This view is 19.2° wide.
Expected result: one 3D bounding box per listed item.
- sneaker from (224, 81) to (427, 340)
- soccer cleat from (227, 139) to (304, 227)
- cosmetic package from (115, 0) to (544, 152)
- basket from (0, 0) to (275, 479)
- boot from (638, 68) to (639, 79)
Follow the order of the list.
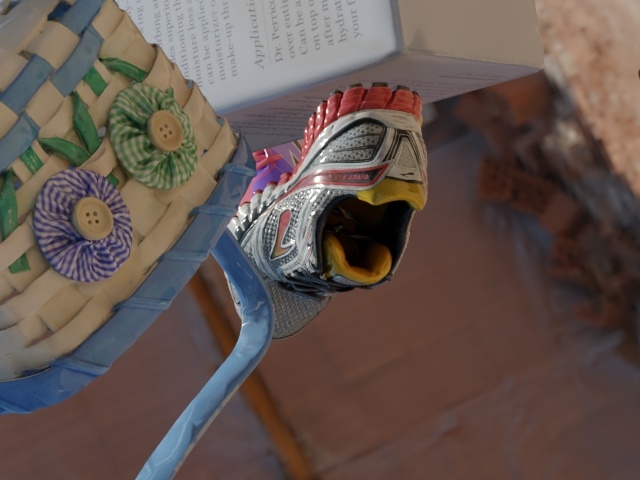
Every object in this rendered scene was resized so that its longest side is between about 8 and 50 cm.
[{"bbox_3d":[0.000,0.000,1.202,0.225,0.088,0.092,121,147,-48],"label":"sneaker"},{"bbox_3d":[-0.066,-0.093,1.716,0.318,0.109,0.116,-111,5,-57],"label":"soccer cleat"},{"bbox_3d":[-0.073,-0.185,1.381,0.453,0.161,0.230,-12,82,42],"label":"cosmetic package"},{"bbox_3d":[-0.144,0.025,1.017,0.255,0.201,0.289,-58,-45,-39],"label":"basket"},{"bbox_3d":[0.312,-0.105,1.084,0.095,0.203,0.262,56,-178,-16],"label":"boot"}]
